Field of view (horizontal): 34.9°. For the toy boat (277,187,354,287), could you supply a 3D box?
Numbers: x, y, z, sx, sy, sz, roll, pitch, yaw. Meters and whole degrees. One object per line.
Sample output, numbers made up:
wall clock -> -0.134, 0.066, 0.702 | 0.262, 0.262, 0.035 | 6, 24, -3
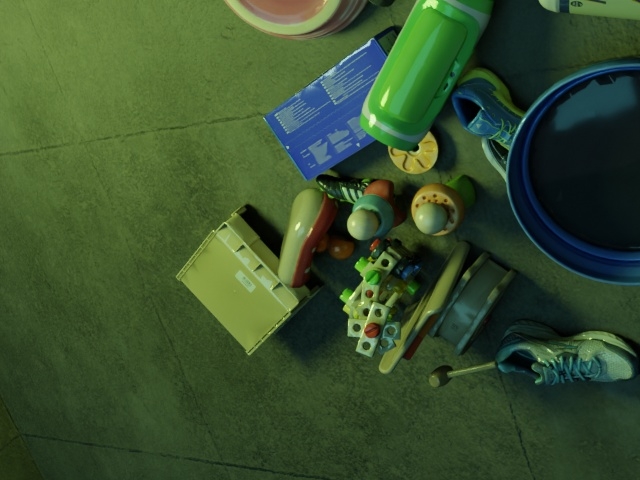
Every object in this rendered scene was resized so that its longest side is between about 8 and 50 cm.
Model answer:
toy boat -> 0.000, 0.000, 2.180 | 0.151, 0.151, 0.231 | 12, 132, -5

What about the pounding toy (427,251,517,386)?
pounding toy -> 0.316, 0.172, 2.027 | 0.155, 0.154, 0.269 | 35, 115, 15

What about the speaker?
speaker -> 0.181, -0.307, 1.758 | 0.131, 0.131, 0.296 | 35, 113, 15

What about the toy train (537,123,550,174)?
toy train -> 0.426, -0.193, 1.729 | 0.166, 0.046, 0.125 | -38, 110, 14

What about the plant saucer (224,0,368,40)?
plant saucer -> -0.066, -0.503, 1.847 | 0.332, 0.084, 0.332 | 12, 133, 13

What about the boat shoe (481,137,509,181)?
boat shoe -> 0.347, -0.139, 1.856 | 0.040, 0.049, 0.142 | -27, 106, 40

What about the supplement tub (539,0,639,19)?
supplement tub -> 0.476, -0.418, 1.398 | 0.325, 0.235, 0.235 | 10, 125, 16

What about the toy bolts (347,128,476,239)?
toy bolts -> 0.145, -0.089, 1.936 | 0.228, 0.158, 0.218 | -23, 100, 32

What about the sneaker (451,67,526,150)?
sneaker -> 0.317, -0.192, 1.783 | 0.240, 0.126, 0.091 | 44, 136, 7

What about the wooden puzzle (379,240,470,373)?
wooden puzzle -> 0.213, 0.138, 2.024 | 0.044, 0.221, 0.238 | 32, 134, -1

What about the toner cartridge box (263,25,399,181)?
toner cartridge box -> 0.053, -0.259, 1.987 | 0.348, 0.075, 0.165 | -28, 98, 45

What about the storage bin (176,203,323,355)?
storage bin -> -0.165, 0.090, 2.361 | 0.262, 0.123, 0.260 | 47, 135, 3

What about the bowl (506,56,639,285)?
bowl -> 0.502, -0.113, 1.654 | 0.391, 0.077, 0.391 | 8, 121, 14

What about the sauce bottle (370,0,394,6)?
sauce bottle -> 0.176, -0.531, 1.684 | 0.111, 0.111, 0.344 | 46, 137, 4

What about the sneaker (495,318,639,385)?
sneaker -> 0.469, 0.240, 1.955 | 0.283, 0.122, 0.110 | 5, 121, 36

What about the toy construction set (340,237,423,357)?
toy construction set -> 0.114, 0.107, 2.043 | 0.151, 0.327, 0.215 | 36, 100, -2

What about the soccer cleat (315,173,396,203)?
soccer cleat -> 0.075, -0.104, 2.091 | 0.179, 0.060, 0.072 | 27, 122, 13
